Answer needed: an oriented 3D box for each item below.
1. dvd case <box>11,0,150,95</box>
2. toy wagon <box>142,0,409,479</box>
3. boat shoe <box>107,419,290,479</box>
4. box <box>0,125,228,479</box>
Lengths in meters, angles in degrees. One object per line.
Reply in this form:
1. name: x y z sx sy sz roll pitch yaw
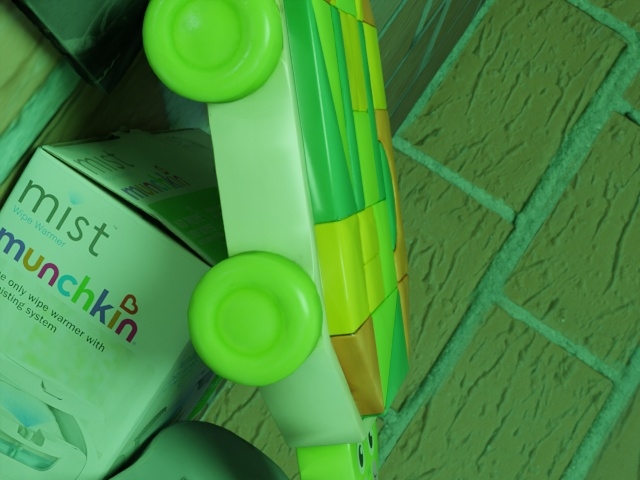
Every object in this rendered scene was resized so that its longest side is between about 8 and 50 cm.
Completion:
1. dvd case: -0.054 -0.176 0.488 0.221 0.018 0.164 -56 176 -5
2. toy wagon: 0.000 0.000 0.569 0.267 0.068 0.344 -28 110 -77
3. boat shoe: -0.089 0.165 0.593 0.084 0.095 0.258 -52 164 10
4. box: -0.128 0.056 0.676 0.231 0.127 0.262 -56 175 12
